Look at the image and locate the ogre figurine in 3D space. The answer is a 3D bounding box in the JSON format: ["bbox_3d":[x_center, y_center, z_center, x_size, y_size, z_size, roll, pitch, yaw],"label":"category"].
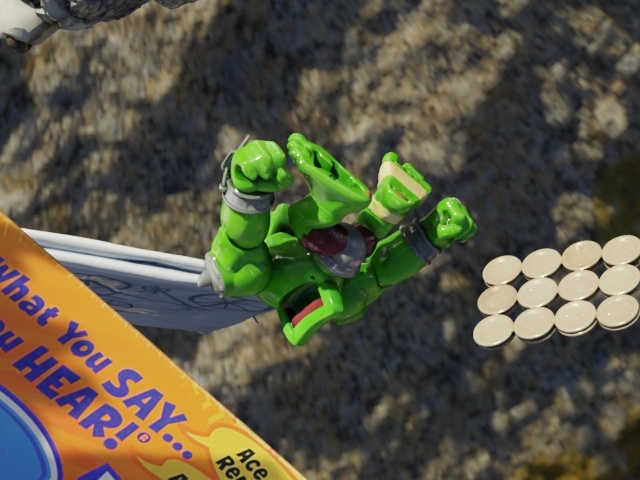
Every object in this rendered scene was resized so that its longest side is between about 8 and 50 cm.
[{"bbox_3d":[0.000,0.000,1.136,0.118,0.097,0.197,-51,156,24],"label":"ogre figurine"}]

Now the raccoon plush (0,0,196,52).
[{"bbox_3d":[-0.222,-0.382,1.436,0.216,0.299,0.446,-10,111,-48],"label":"raccoon plush"}]

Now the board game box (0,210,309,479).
[{"bbox_3d":[-0.287,0.193,0.947,0.356,0.356,0.356,42,60,-10],"label":"board game box"}]

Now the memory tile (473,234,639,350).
[{"bbox_3d":[0.208,0.045,1.515,0.148,0.113,0.012,-10,130,21],"label":"memory tile"}]

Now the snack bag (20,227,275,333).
[{"bbox_3d":[-0.211,0.049,1.866,0.323,0.342,0.037,9,78,-18],"label":"snack bag"}]
